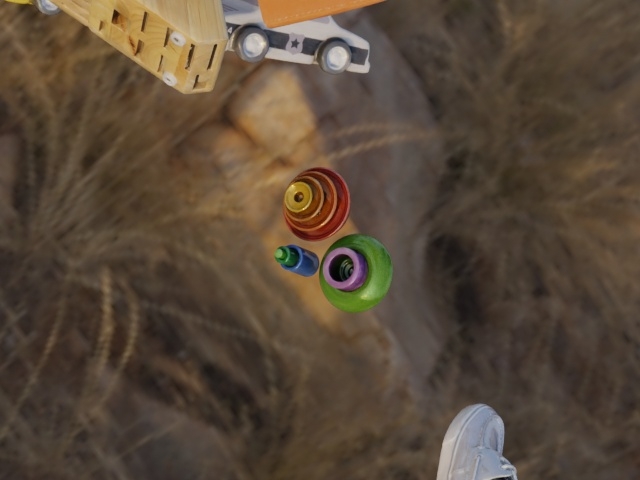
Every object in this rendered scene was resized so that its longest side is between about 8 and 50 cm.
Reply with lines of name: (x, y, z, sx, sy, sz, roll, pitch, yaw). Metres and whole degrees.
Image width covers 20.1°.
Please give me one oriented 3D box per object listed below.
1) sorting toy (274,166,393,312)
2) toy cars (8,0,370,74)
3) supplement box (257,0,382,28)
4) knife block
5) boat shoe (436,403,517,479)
sorting toy: (0.000, 0.000, 1.147, 0.042, 0.061, 0.102, 20, 38, -61)
toy cars: (-0.139, -0.244, 1.797, 0.393, 0.087, 0.176, 14, 12, 10)
supplement box: (0.040, -0.169, 0.963, 0.233, 0.078, 0.080, -33, 110, -62)
knife block: (-0.139, -0.288, 1.489, 0.275, 0.088, 0.242, 35, 64, 5)
boat shoe: (0.128, 0.203, 1.462, 0.066, 0.063, 0.184, 64, 34, -27)
